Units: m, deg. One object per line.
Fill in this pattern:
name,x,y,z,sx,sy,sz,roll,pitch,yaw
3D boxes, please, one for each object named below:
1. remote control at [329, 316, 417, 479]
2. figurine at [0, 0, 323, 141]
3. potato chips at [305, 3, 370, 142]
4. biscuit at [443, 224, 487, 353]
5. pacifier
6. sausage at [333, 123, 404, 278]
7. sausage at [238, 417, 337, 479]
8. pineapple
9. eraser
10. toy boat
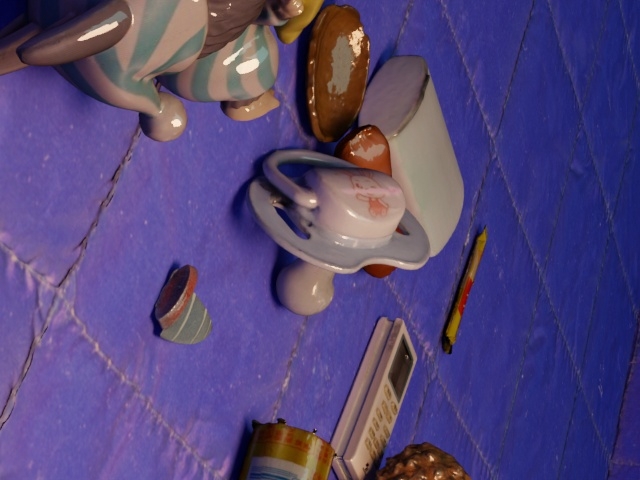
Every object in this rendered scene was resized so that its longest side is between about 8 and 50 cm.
remote control,0.089,0.262,2.036,0.103,0.055,0.277,67,36,-43
figurine,-0.206,-0.237,1.282,0.378,0.266,0.361,-26,150,-26
potato chips,0.015,-0.241,1.831,0.150,0.049,0.201,4,95,-60
biscuit,0.281,0.091,2.450,0.048,0.026,0.292,91,18,-54
pacifier,0.000,0.000,1.726,0.287,0.238,0.226,-3,128,-47
sausage,0.072,-0.056,1.915,0.089,0.083,0.300,-29,137,-14
sausage,-0.071,0.402,1.656,0.125,0.117,0.317,38,60,-43
pineapple,0.084,0.455,1.885,0.340,0.169,0.169,-39,130,-32
eraser,0.154,-0.134,2.071,0.290,0.104,0.189,67,32,-43
toy boat,-0.156,0.097,1.537,0.096,0.034,0.122,-65,148,-28
